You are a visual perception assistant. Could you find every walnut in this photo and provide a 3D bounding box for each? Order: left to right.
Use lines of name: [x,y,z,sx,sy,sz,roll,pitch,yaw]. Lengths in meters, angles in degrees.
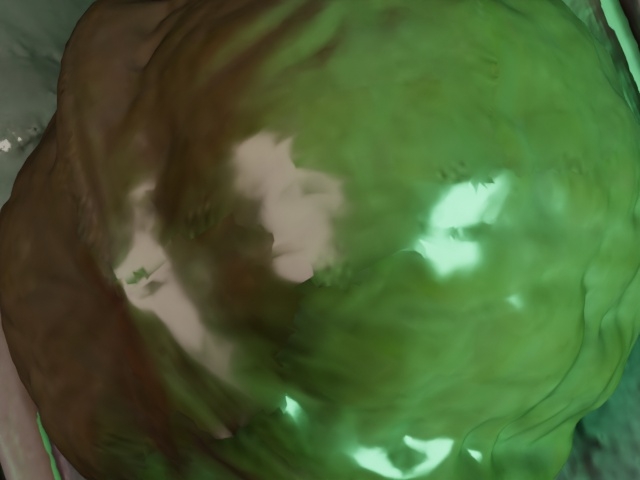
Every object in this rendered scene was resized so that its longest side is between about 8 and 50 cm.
walnut: [-0.001,-0.002,0.727,0.248,0.248,0.248,0,91,35]

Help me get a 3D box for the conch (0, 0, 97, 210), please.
conch: [-0.178,-0.080,0.928,0.185,0.121,0.221,-33,64,-1]
